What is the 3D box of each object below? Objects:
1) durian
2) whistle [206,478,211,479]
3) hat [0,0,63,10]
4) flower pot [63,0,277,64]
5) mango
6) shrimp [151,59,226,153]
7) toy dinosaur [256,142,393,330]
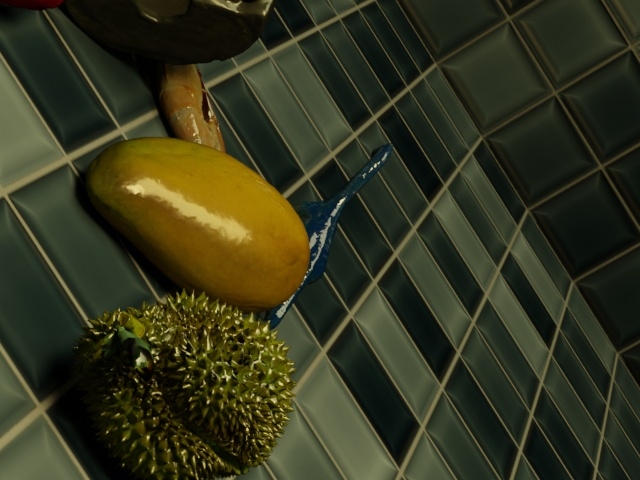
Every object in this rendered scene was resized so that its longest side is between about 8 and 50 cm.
[{"bbox_3d":[-0.120,0.122,1.522,0.198,0.159,0.146,11,29,-23],"label":"durian"},{"bbox_3d":[-0.031,0.285,1.623,0.235,0.077,0.114,49,0,-21],"label":"whistle"},{"bbox_3d":[-0.316,-0.387,1.796,0.274,0.242,0.332,-14,97,-50],"label":"hat"},{"bbox_3d":[-0.162,-0.346,1.994,0.379,0.379,0.251,42,44,-44],"label":"flower pot"},{"bbox_3d":[-0.117,-0.017,1.834,0.317,0.119,0.176,26,38,-43],"label":"mango"},{"bbox_3d":[-0.145,-0.167,2.103,0.133,0.053,0.236,31,35,-53],"label":"shrimp"},{"bbox_3d":[0.000,0.000,2.000,0.075,0.188,0.247,51,23,-24],"label":"toy dinosaur"}]
